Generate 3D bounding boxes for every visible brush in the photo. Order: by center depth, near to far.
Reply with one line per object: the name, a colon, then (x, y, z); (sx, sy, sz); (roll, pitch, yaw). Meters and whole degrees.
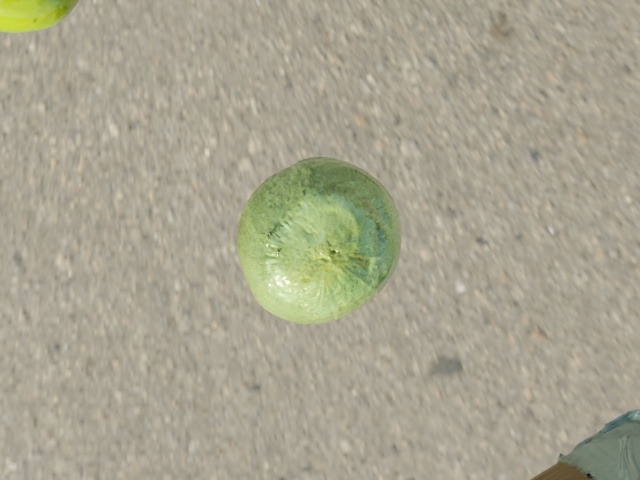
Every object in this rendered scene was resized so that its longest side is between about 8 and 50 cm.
brush: (0.249, 0.084, 0.960); (0.336, 0.085, 0.020); (-29, 114, -10)

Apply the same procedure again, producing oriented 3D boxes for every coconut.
coconut: (0.000, 0.000, 0.857); (0.088, 0.096, 0.087); (0, 89, -5)

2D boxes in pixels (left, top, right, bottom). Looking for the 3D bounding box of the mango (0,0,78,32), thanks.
mango: (-0.146, -0.136, 0.749); (0.108, 0.056, 0.073); (41, 78, 19)
